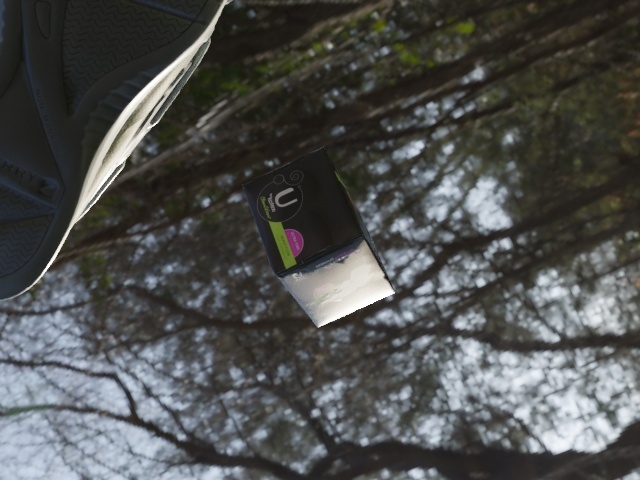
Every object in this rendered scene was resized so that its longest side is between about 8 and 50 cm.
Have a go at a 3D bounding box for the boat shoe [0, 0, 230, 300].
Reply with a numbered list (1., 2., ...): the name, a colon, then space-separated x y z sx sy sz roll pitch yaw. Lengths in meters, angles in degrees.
1. boat shoe: -0.140 -0.112 0.631 0.118 0.320 0.103 28 -170 -6

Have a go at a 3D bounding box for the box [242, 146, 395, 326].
1. box: 0.000 0.000 0.571 0.083 0.052 0.062 58 -172 -62
